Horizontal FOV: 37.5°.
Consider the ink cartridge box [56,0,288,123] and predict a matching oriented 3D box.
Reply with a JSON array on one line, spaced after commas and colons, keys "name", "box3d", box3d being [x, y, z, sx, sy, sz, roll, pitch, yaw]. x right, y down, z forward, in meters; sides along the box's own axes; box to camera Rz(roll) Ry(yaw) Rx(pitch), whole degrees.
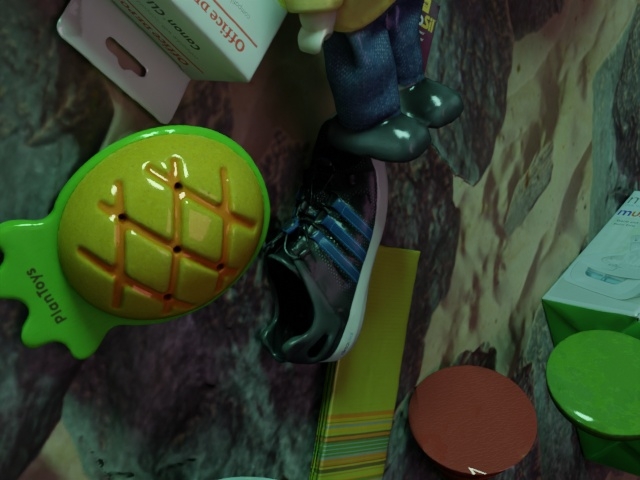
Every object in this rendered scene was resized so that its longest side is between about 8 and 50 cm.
[{"name": "ink cartridge box", "box3d": [-0.074, -0.185, 0.627, 0.115, 0.067, 0.198, 41, 69, -43]}]

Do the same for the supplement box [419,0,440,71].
[{"name": "supplement box", "box3d": [0.060, -0.165, 0.784, 0.055, 0.043, 0.083, 16, 86, -44]}]

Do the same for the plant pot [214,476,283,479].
[{"name": "plant pot", "box3d": [0.010, 0.311, 0.690, 0.255, 0.271, 0.272, 24, 81, -59]}]

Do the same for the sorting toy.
[{"name": "sorting toy", "box3d": [0.260, 0.181, 0.952, 0.365, 0.127, 0.126, -12, 136, -13]}]

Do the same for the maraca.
[{"name": "maraca", "box3d": [-0.119, 0.002, 0.604, 0.185, 0.099, 0.127, -31, 113, -9]}]

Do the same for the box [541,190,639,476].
[{"name": "box", "box3d": [0.401, 0.111, 1.124, 0.231, 0.127, 0.262, -43, 125, -32]}]

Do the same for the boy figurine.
[{"name": "boy figurine", "box3d": [0.039, -0.202, 0.633, 0.177, 0.092, 0.285, -42, 139, -36]}]

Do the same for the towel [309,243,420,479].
[{"name": "towel", "box3d": [0.037, 0.121, 0.838, 0.102, 0.021, 0.237, 9, 91, -51]}]

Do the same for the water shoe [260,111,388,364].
[{"name": "water shoe", "box3d": [0.000, 0.000, 0.736, 0.080, 0.073, 0.203, -2, 99, -43]}]
